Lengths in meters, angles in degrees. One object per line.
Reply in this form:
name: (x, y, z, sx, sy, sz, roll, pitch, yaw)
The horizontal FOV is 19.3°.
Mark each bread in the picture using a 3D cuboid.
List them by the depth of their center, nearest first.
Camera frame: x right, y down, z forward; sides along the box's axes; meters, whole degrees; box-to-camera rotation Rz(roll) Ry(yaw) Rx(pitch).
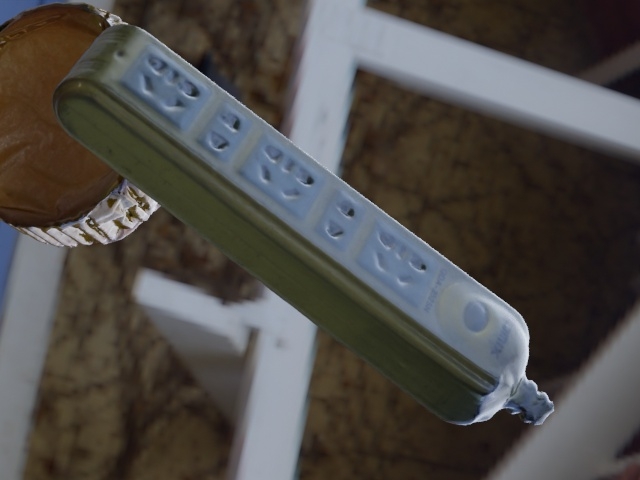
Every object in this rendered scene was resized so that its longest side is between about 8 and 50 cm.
bread: (-0.202, -0.090, 1.532, 0.104, 0.199, 0.199, 51, 46, -68)

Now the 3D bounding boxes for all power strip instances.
power strip: (0.000, 0.000, 1.220, 0.066, 0.387, 0.092, -46, -170, 37)
